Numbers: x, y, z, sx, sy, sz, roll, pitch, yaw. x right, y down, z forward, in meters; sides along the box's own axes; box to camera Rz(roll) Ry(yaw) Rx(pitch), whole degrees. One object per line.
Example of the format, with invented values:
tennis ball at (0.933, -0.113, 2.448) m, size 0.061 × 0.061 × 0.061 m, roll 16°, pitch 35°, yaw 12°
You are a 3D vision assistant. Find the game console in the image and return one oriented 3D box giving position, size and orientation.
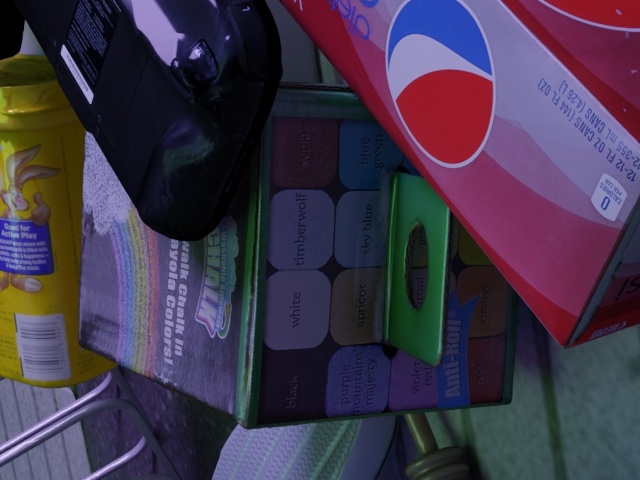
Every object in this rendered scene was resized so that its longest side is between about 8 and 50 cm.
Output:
game console at (-0.117, -0.135, 0.592) m, size 0.361 × 0.044 × 0.213 m, roll 56°, pitch 143°, yaw 36°

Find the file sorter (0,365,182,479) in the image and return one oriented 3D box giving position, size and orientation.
file sorter at (-0.211, 0.142, 0.966) m, size 0.277 × 0.173 × 0.193 m, roll 54°, pitch 170°, yaw 35°

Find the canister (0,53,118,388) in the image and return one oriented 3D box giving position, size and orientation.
canister at (-0.170, -0.013, 0.762) m, size 0.126 × 0.073 × 0.169 m, roll 11°, pitch 113°, yaw 37°

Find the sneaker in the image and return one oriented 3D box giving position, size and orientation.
sneaker at (-0.014, 0.171, 0.759) m, size 0.258 × 0.091 × 0.094 m, roll -62°, pitch 41°, yaw 25°

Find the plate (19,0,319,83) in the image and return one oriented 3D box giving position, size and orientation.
plate at (-0.113, -0.062, 0.776) m, size 0.277 × 0.045 × 0.278 m, roll -1°, pitch 104°, yaw 41°

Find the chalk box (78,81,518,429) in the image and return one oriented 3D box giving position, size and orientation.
chalk box at (0.000, 0.000, 0.578) m, size 0.213 × 0.132 × 0.132 m, roll 13°, pitch 101°, yaw 56°

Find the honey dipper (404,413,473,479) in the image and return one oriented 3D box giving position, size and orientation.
honey dipper at (0.039, 0.066, 0.672) m, size 0.030 × 0.031 × 0.160 m, roll -54°, pitch 52°, yaw 56°

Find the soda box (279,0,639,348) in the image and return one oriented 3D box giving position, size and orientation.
soda box at (0.057, -0.089, 0.495) m, size 0.263 × 0.092 × 0.083 m, roll 54°, pitch 145°, yaw 34°
